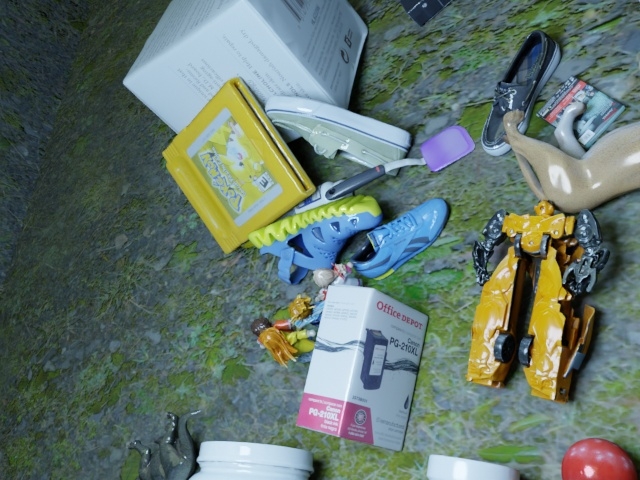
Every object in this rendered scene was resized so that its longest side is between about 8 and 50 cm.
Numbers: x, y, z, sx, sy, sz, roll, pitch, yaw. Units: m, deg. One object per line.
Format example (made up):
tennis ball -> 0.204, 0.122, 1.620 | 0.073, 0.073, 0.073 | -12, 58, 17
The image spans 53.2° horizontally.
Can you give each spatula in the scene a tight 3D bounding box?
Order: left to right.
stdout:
spatula -> 0.145, -0.141, 1.225 | 0.296, 0.030, 0.084 | -21, 51, 4

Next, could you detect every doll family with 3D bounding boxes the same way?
doll family -> -0.018, 0.156, 1.186 | 0.263, 0.163, 0.118 | -41, 46, 21

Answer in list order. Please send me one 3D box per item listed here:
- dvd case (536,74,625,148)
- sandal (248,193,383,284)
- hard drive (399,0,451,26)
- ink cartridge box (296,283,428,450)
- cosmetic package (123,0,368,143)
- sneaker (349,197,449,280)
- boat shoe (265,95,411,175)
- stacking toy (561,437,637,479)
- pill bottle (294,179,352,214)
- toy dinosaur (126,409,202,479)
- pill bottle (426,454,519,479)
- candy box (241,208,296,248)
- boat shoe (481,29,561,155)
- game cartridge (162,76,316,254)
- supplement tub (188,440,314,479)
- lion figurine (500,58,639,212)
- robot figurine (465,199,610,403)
dvd case -> 0.428, -0.214, 1.059 | 0.087, 0.013, 0.119 | -50, 43, 13
sandal -> 0.000, 0.000, 1.281 | 0.317, 0.126, 0.138 | -19, 93, 42
hard drive -> 0.293, -0.649, 1.374 | 0.339, 0.064, 0.237 | -40, 47, 23
ink cartridge box -> 0.075, 0.210, 1.063 | 0.100, 0.172, 0.237 | -1, 69, 43
cosmetic package -> -0.159, -0.424, 1.454 | 0.393, 0.327, 0.330 | -18, 43, 37
sneaker -> 0.143, -0.008, 1.178 | 0.209, 0.082, 0.069 | -42, 44, 19
boat shoe -> 0.029, -0.210, 1.272 | 0.302, 0.109, 0.094 | 16, 88, 3
stacking toy -> 0.326, 0.408, 0.771 | 0.141, 0.141, 0.330 | -5, 59, 42
pill bottle -> 0.007, -0.085, 1.357 | 0.120, 0.067, 0.067 | -22, 56, 36
toy dinosaur -> -0.324, 0.475, 1.378 | 0.313, 0.121, 0.160 | -40, 59, 16
pill bottle -> 0.194, 0.432, 0.850 | 0.153, 0.153, 0.265 | -9, 64, 41
candy box -> -0.105, -0.052, 1.477 | 0.205, 0.027, 0.105 | -15, 64, 39
boat shoe -> 0.341, -0.262, 1.119 | 0.080, 0.076, 0.229 | 35, 95, 47
game cartridge -> -0.193, -0.148, 1.394 | 0.323, 0.052, 0.285 | -33, 92, 42
supplement tub -> -0.123, 0.512, 1.053 | 0.235, 0.235, 0.325 | -15, 60, 39
lion figurine -> 0.441, -0.121, 0.929 | 0.392, 0.142, 0.240 | -23, 72, 52
robot figurine -> 0.317, 0.082, 0.956 | 0.211, 0.085, 0.291 | 4, 75, 44
